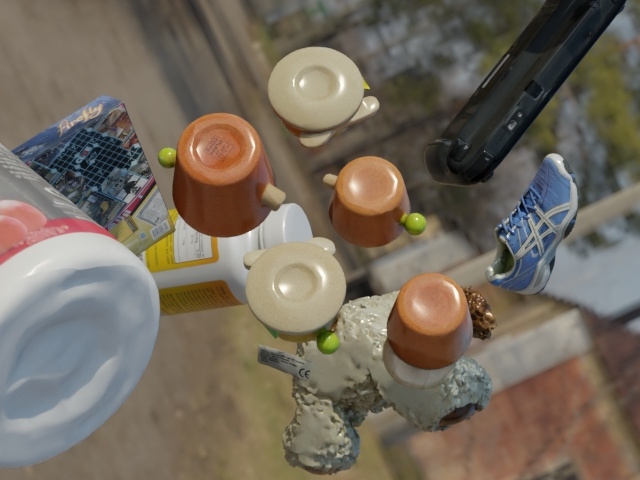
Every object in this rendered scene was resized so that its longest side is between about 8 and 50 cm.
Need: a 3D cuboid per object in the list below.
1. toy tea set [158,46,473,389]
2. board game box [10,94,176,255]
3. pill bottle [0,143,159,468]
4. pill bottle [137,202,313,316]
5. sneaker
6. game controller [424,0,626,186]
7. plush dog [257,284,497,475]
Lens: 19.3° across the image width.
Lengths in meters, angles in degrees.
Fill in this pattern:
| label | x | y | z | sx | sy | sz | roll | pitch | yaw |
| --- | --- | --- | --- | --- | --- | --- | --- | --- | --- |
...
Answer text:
| label | x | y | z | sx | sy | sz | roll | pitch | yaw |
| --- | --- | --- | --- | --- | --- | --- | --- | --- | --- |
| toy tea set | 0.000 | 0.000 | 1.666 | 0.124 | 0.200 | 0.336 | 88 | -24 | -64 |
| board game box | -0.280 | -0.018 | 1.925 | 0.042 | 0.243 | 0.165 | 26 | -37 | 50 |
| pill bottle | -0.274 | 0.005 | 1.327 | 0.318 | 0.176 | 0.176 | 36 | -15 | 34 |
| pill bottle | -0.138 | 0.020 | 2.412 | 0.136 | 0.245 | 0.136 | -9 | 90 | -70 |
| sneaker | 0.290 | -0.019 | 2.575 | 0.080 | 0.081 | 0.211 | 44 | -55 | 53 |
| game controller | 0.246 | -0.195 | 2.277 | 0.067 | 0.319 | 0.166 | 41 | -9 | -10 |
| plush dog | 0.072 | 0.123 | 2.114 | 0.225 | 0.262 | 0.211 | -21 | 85 | -62 |
